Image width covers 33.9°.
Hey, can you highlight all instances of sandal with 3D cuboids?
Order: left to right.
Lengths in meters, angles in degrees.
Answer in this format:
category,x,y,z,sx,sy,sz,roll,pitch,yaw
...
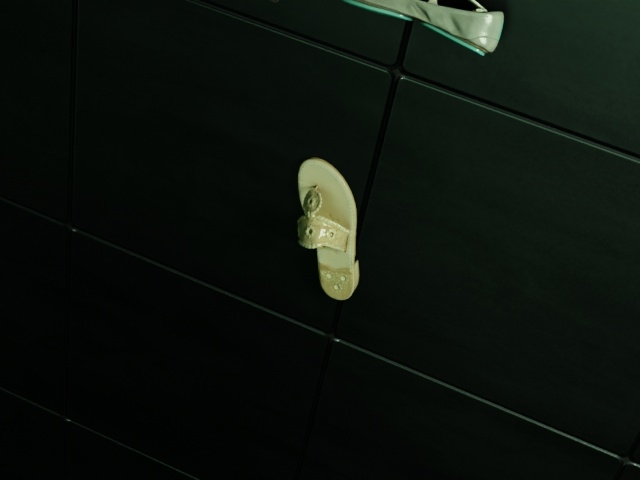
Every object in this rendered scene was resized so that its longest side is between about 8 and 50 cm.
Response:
category,x,y,z,sx,sy,sz,roll,pitch,yaw
sandal,0.006,0.000,1.567,0.088,0.079,0.240,4,124,24

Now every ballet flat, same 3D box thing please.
category,x,y,z,sx,sy,sz,roll,pitch,yaw
ballet flat,0.128,-0.298,1.318,0.213,0.072,0.068,23,102,10

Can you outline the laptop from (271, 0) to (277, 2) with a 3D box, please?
category,x,y,z,sx,sy,sz,roll,pitch,yaw
laptop,-0.135,-0.532,1.085,0.381,0.408,0.236,18,166,-17
